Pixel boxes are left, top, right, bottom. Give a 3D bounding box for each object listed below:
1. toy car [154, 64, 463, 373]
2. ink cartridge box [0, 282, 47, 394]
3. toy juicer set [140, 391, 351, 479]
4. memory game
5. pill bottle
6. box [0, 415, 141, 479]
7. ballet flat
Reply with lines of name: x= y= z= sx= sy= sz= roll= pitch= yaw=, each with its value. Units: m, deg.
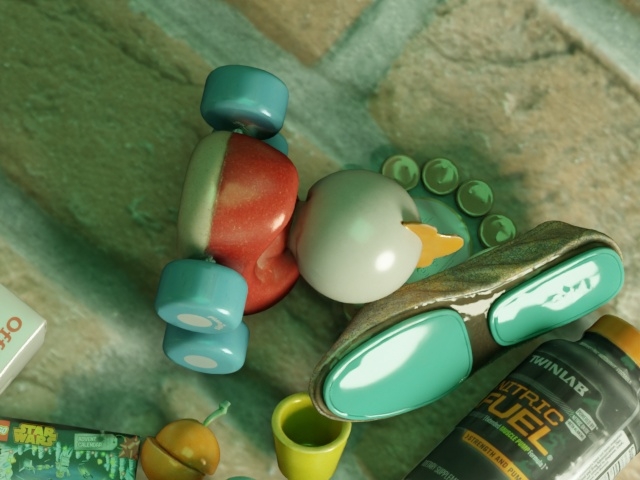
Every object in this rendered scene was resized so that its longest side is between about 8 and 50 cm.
toy car: x=0.000 y=0.000 z=1.689 sx=0.238 sy=0.210 sz=0.219 roll=11 pitch=68 yaw=3
ink cartridge box: x=-0.354 y=0.067 z=1.698 sx=0.203 sy=0.086 sz=0.148 roll=38 pitch=76 yaw=0
toy juicer set: x=-0.076 y=0.257 z=1.630 sx=0.209 sy=0.089 sz=0.329 roll=2 pitch=46 yaw=-4
memory game: x=0.090 y=0.010 z=1.817 sx=0.186 sy=0.012 sz=0.186 roll=2 pitch=79 yaw=-9
pill bottle: x=0.196 y=0.175 z=1.741 sx=0.246 sy=0.130 sz=0.130 roll=-43 pitch=88 yaw=-15
box: x=-0.229 y=0.206 z=1.720 sx=0.137 sy=0.027 sz=0.094 roll=8 pitch=77 yaw=-7
ballet flat: x=0.116 y=0.066 z=1.753 sx=0.316 sy=0.106 sz=0.107 roll=-20 pitch=122 yaw=-19
